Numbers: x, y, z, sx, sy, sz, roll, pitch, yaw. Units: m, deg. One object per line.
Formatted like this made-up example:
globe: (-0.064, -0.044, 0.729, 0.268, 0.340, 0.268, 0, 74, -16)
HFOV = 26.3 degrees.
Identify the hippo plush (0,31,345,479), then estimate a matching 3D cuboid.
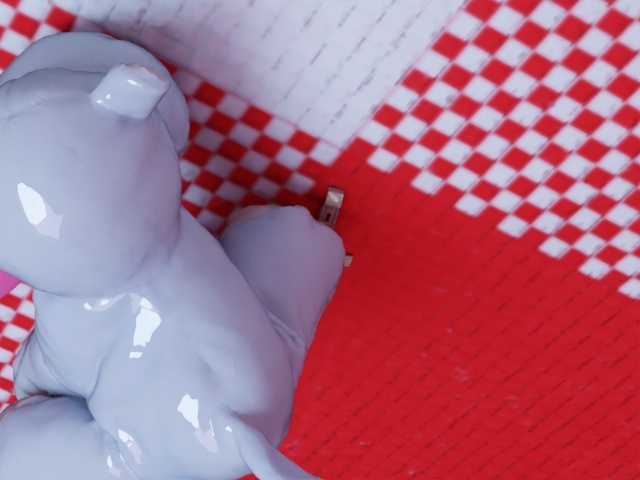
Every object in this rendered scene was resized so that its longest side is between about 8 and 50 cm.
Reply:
hippo plush: (-0.131, 0.024, 0.736, 0.234, 0.294, 0.236, -27, 117, 14)

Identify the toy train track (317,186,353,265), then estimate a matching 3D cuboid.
toy train track: (0.000, 0.000, 0.861, 0.048, 0.014, 0.083, 14, 136, -5)

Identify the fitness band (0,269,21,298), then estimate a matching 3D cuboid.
fitness band: (-0.315, 0.001, 0.824, 0.291, 0.054, 0.209, -4, 141, -15)
